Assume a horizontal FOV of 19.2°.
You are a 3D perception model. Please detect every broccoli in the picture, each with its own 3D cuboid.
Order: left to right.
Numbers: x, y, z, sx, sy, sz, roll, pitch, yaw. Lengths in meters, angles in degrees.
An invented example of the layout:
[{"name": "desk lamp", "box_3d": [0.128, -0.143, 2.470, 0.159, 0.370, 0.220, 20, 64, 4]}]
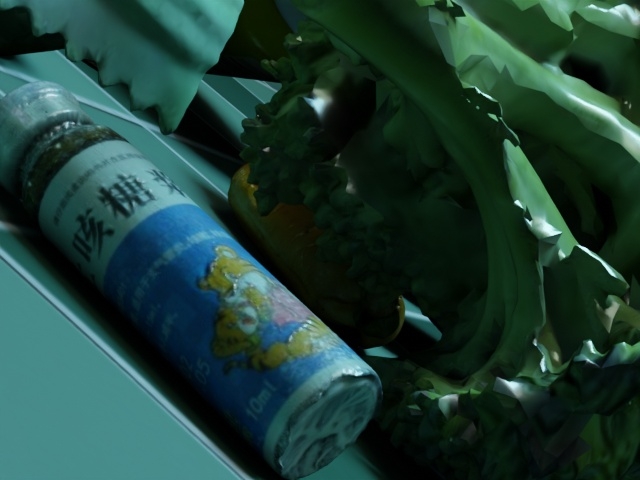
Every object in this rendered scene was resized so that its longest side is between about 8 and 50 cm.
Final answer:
[{"name": "broccoli", "box_3d": [0.073, -0.048, 0.875, 0.302, 0.375, 0.249, 17, -27, -22]}]

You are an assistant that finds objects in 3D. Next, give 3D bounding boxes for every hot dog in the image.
[{"name": "hot dog", "box_3d": [0.000, 0.000, 1.054, 0.072, 0.055, 0.188, 33, 10, -33]}]

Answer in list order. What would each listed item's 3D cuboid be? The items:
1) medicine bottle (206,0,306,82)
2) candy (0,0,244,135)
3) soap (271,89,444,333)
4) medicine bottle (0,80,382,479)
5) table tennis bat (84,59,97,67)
[{"name": "medicine bottle", "box_3d": [-0.005, -0.224, 1.383, 0.224, 0.224, 0.384, 34, -11, -32]}, {"name": "candy", "box_3d": [-0.234, -0.193, 0.835, 0.398, 0.172, 0.263, 19, -15, 34]}, {"name": "soap", "box_3d": [0.084, 0.006, 1.147, 0.293, 0.077, 0.156, 53, -3, -34]}, {"name": "medicine bottle", "box_3d": [-0.056, 0.011, 0.698, 0.191, 0.051, 0.051, 41, 7, 31]}, {"name": "table tennis bat", "box_3d": [-0.153, -0.124, 1.292, 0.083, 0.007, 0.050, 29, 10, -44]}]
